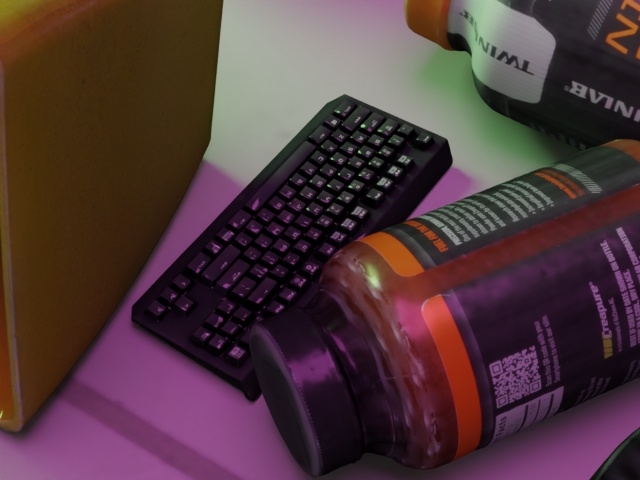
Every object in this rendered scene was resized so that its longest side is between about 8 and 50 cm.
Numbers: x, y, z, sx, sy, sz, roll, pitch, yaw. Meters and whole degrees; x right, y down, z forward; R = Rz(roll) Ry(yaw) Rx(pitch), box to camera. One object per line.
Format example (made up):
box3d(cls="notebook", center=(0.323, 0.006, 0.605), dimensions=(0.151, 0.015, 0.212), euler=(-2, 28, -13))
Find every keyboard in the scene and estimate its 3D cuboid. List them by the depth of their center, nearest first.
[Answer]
box3d(cls="keyboard", center=(0.000, 0.000, 0.608), dimensions=(0.108, 0.023, 0.180), euler=(30, 59, 19))

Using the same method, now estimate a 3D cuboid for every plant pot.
box3d(cls="plant pot", center=(-0.158, -0.082, 0.567), dimensions=(0.212, 0.212, 0.187), euler=(28, 45, 19))

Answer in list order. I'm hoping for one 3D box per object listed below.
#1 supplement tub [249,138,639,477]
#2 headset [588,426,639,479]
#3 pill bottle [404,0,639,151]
box3d(cls="supplement tub", center=(0.071, 0.033, 0.533), dimensions=(0.197, 0.106, 0.106), euler=(-20, 56, -15))
box3d(cls="headset", center=(0.258, 0.133, 0.411), dimensions=(0.394, 0.185, 0.243), euler=(-8, 52, -27))
box3d(cls="pill bottle", center=(0.167, -0.100, 0.618), dimensions=(0.245, 0.130, 0.130), euler=(27, 58, 19))
